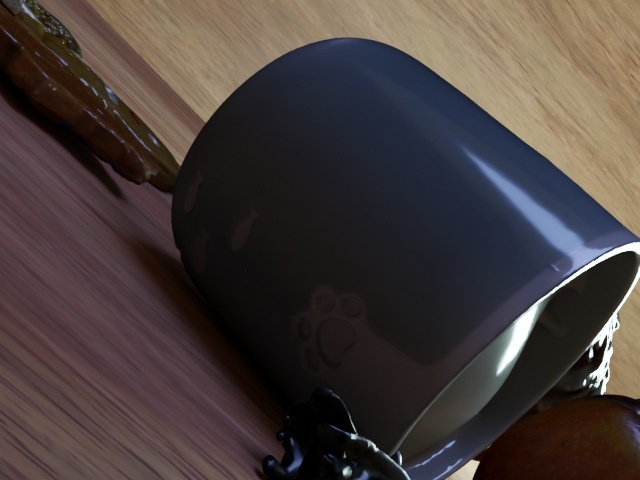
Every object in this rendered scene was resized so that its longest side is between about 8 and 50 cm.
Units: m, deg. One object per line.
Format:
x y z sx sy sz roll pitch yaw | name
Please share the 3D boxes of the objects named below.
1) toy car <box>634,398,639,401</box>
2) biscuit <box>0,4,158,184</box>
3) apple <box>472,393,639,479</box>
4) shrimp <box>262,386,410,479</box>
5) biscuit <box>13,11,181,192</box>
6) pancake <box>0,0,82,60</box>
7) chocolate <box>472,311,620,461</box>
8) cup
0.351 0.323 1.096 0.125 0.136 0.306 5 73 -48 | toy car
-0.240 -0.145 0.861 0.280 0.043 0.183 42 -1 5 | biscuit
0.259 0.250 0.975 0.230 0.230 0.230 46 3 -3 | apple
0.036 0.150 0.544 0.289 0.075 0.178 43 -4 -40 | shrimp
-0.225 -0.139 1.072 0.249 0.035 0.184 46 3 -19 | biscuit
-0.340 -0.266 1.240 0.151 0.025 0.151 45 3 -3 | pancake
0.230 0.113 1.178 0.225 0.210 0.340 -68 158 -47 | chocolate
0.044 0.037 0.808 0.274 0.259 0.357 47 -28 24 | cup
